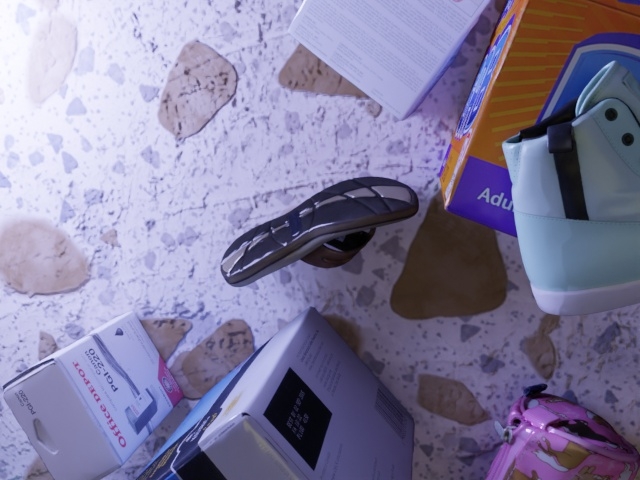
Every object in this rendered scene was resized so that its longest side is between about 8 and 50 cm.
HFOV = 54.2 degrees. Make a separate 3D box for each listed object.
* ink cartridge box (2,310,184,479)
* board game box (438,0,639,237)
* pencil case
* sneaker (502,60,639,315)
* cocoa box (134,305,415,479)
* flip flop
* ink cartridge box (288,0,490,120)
[{"bbox_3d":[-0.292,0.204,0.838,0.092,0.218,0.159,-30,94,13],"label":"ink cartridge box"},{"bbox_3d":[0.344,-0.152,0.598,0.356,0.356,0.356,21,103,5],"label":"board game box"},{"bbox_3d":[0.249,0.386,0.808,0.167,0.160,0.386,28,105,26],"label":"pencil case"},{"bbox_3d":[0.247,-0.053,0.396,0.255,0.094,0.151,-18,104,16],"label":"sneaker"},{"bbox_3d":[-0.049,0.272,0.741,0.228,0.347,0.231,-41,91,14],"label":"cocoa box"},{"bbox_3d":[0.000,0.000,0.821,0.277,0.112,0.080,-26,120,10],"label":"flip flop"},{"bbox_3d":[0.095,-0.287,0.736,0.189,0.066,0.232,39,120,2],"label":"ink cartridge box"}]
